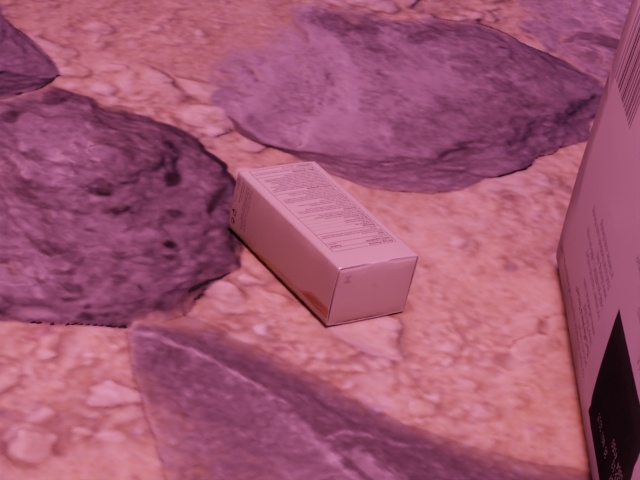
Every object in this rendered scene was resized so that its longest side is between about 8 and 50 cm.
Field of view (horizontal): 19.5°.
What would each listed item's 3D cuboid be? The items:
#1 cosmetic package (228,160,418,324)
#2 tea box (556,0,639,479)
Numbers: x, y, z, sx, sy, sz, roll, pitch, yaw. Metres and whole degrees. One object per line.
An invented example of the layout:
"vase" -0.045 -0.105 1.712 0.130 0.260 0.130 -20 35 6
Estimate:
"cosmetic package" 0.000 0.000 1.107 0.060 0.041 0.115 -8 36 -32
"tea box" 0.317 0.032 0.991 0.323 0.220 0.329 11 30 -5
